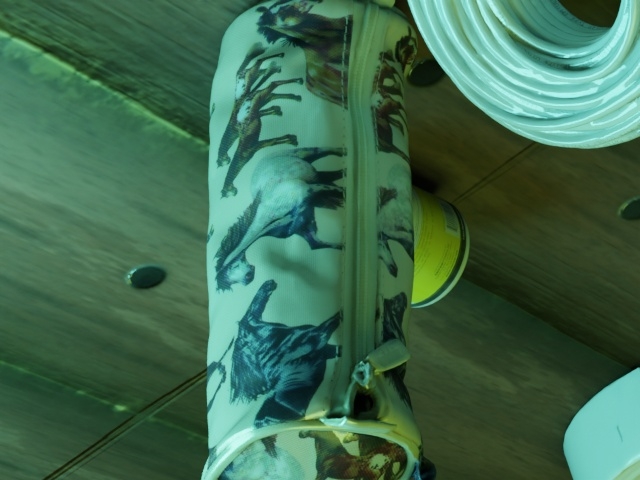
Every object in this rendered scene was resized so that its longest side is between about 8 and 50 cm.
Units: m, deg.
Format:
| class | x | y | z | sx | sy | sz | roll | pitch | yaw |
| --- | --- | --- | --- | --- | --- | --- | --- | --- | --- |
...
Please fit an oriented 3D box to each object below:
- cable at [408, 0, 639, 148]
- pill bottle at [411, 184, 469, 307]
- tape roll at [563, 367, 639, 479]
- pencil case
| class | x | y | z | sx | sy | sz | roll | pitch | yaw |
| --- | --- | --- | --- | --- | --- | --- | --- | --- | --- |
| cable | 0.181 | -0.194 | 1.400 | 0.089 | 0.257 | 0.257 | -31 | 161 | -45 |
| pill bottle | 0.036 | -0.013 | 1.705 | 0.103 | 0.103 | 0.184 | -38 | 139 | 28 |
| tape roll | 0.418 | 0.233 | 2.196 | 0.286 | 0.100 | 0.286 | -10 | 145 | -7 |
| pencil case | 0.000 | 0.000 | 1.471 | 0.160 | 0.410 | 0.183 | 22 | 144 | -33 |
